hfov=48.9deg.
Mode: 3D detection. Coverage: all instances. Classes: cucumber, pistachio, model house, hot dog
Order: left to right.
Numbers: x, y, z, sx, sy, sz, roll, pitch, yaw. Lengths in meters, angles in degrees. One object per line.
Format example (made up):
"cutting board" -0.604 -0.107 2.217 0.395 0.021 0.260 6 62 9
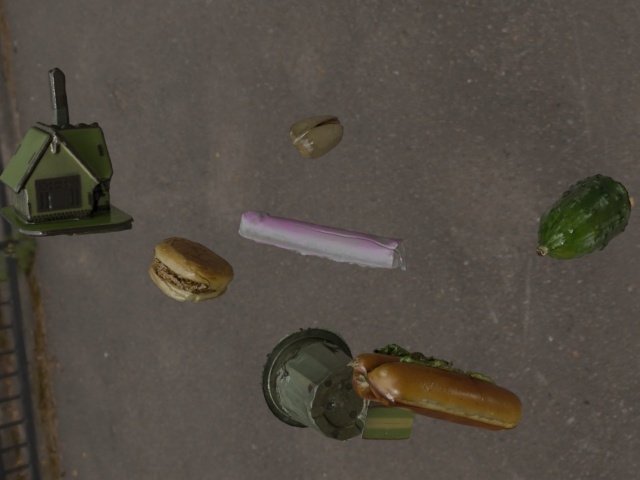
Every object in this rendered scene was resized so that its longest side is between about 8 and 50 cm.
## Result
"model house" -0.462 -0.162 1.261 0.218 0.204 0.279 24 116 49
"pistachio" -0.009 -0.268 1.778 0.113 0.149 0.113 46 156 27
"hot dog" 0.195 0.245 1.176 0.135 0.337 0.100 0 72 61
"cucumber" 0.458 -0.025 1.274 0.134 0.244 0.134 24 128 35

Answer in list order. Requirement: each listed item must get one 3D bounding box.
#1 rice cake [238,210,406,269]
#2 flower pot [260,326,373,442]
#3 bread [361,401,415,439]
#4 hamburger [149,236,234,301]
"rice cake" 0.000 0.000 1.043 0.269 0.049 0.055 13 96 24
"flower pot" 0.011 0.383 1.830 0.259 0.290 0.290 -168 75 -68
"bread" 0.139 0.370 1.430 0.084 0.139 0.074 14 88 16
"hamburger" -0.326 0.076 1.767 0.213 0.213 0.108 38 106 37
